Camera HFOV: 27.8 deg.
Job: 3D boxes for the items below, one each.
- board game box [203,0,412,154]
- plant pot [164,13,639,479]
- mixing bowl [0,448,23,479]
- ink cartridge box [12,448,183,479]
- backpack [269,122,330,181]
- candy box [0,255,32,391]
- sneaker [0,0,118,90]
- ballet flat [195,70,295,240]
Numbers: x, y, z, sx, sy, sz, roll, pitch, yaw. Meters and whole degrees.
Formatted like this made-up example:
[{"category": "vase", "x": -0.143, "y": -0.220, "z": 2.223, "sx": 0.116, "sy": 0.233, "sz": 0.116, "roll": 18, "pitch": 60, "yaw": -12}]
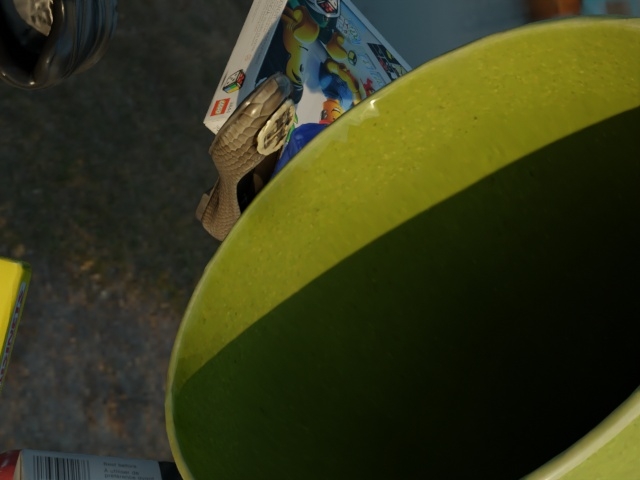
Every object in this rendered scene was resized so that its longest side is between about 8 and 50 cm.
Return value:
[{"category": "board game box", "x": 0.031, "y": -0.104, "z": 1.246, "sx": 0.305, "sy": 0.053, "sz": 0.193, "roll": 41, "pitch": 56, "yaw": -37}, {"category": "plant pot", "x": 0.127, "y": 0.096, "z": 0.601, "sx": 0.293, "sy": 0.275, "sz": 0.274, "roll": 49, "pitch": 35, "yaw": -32}, {"category": "mixing bowl", "x": -0.296, "y": 0.266, "z": 1.225, "sx": 0.098, "sy": 0.181, "sz": 0.181, "roll": 41, "pitch": 33, "yaw": -13}, {"category": "ink cartridge box", "x": -0.155, "y": 0.316, "z": 0.915, "sx": 0.069, "sy": 0.176, "sz": 0.370, "roll": -115, "pitch": -143, "yaw": -60}, {"category": "backpack", "x": 0.027, "y": -0.041, "z": 0.927, "sx": 0.098, "sy": 0.120, "sz": 0.101, "roll": -112, "pitch": -141, "yaw": -61}, {"category": "candy box", "x": -0.190, "y": 0.033, "z": 0.337, "sx": 0.027, "sy": 0.206, "sz": 0.105, "roll": 162, "pitch": -59, "yaw": -82}, {"category": "sneaker", "x": -0.205, "y": -0.229, "z": 0.816, "sx": 0.130, "sy": 0.109, "sz": 0.286, "roll": -86, "pitch": 159, "yaw": -66}, {"category": "ballet flat", "x": -0.053, "y": -0.056, "z": 1.034, "sx": 0.084, "sy": 0.058, "sz": 0.250, "roll": -42, "pitch": 172, "yaw": -25}]
